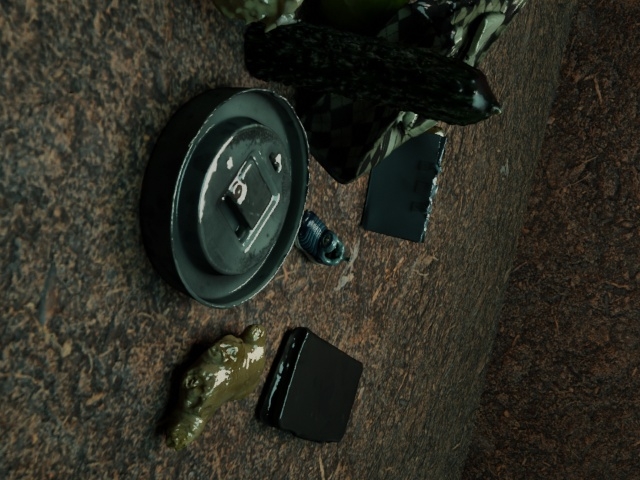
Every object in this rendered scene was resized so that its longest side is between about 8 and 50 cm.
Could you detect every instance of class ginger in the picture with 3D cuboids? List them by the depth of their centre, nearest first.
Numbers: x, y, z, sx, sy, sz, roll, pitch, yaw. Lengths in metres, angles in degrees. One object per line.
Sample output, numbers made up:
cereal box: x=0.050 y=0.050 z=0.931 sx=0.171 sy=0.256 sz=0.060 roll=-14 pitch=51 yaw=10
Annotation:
ginger: x=-0.157 y=0.208 z=0.986 sx=0.213 sy=0.074 sz=0.137 roll=-33 pitch=132 yaw=-44

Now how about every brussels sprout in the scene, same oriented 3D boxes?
brussels sprout: x=0.070 y=-0.395 z=1.013 sx=0.180 sy=0.161 sz=0.144 roll=59 pitch=13 yaw=-53

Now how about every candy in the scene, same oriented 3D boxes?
candy: x=0.250 y=-0.209 z=1.506 sx=0.110 sy=0.085 sz=0.095 roll=16 pitch=83 yaw=-72

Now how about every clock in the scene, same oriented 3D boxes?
clock: x=-0.121 y=-0.060 z=0.922 sx=0.312 sy=0.061 sz=0.312 roll=-36 pitch=133 yaw=-50

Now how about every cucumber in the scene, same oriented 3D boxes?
cucumber: x=0.065 y=-0.224 z=0.868 sx=0.096 sy=0.359 sz=0.096 roll=-40 pitch=140 yaw=-44

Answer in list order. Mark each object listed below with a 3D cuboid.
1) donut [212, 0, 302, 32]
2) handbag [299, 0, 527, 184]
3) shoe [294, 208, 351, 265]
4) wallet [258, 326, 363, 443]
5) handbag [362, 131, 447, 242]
donut: x=-0.124 y=-0.397 z=0.657 sx=0.371 sy=0.150 sz=0.307 roll=-3 pitch=106 yaw=-61
handbag: x=0.173 y=-0.300 z=1.107 sx=0.416 sy=0.180 sz=0.317 roll=-41 pitch=173 yaw=-46
shoe: x=0.000 y=0.000 z=1.165 sx=0.064 sy=0.071 sz=0.143 roll=-63 pitch=145 yaw=-23
wallet: x=-0.001 y=0.306 z=1.338 sx=0.377 sy=0.051 sz=0.197 roll=43 pitch=63 yaw=-60
handbag: x=0.169 y=-0.114 z=1.338 sx=0.057 sy=0.144 sz=0.221 roll=-2 pitch=107 yaw=-55
